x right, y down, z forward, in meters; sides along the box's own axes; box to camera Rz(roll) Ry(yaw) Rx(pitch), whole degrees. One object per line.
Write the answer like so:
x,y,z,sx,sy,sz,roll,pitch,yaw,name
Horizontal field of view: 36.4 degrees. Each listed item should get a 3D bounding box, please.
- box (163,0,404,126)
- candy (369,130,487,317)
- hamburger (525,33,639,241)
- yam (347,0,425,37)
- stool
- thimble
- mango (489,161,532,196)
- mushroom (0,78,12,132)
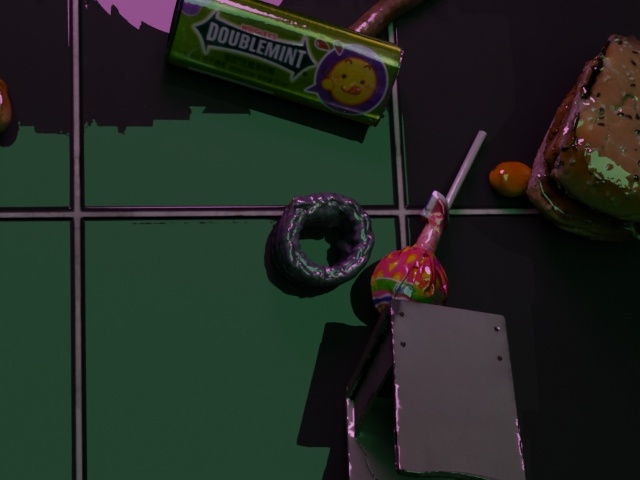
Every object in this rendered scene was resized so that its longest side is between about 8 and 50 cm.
-0.058,-0.284,1.477,0.345,0.097,0.134,17,115,-9,box
0.187,-0.026,1.515,0.124,0.124,0.365,31,68,-5,candy
0.487,-0.142,1.526,0.277,0.195,0.318,28,61,-5,hamburger
0.154,-0.408,1.587,0.327,0.045,0.045,-41,70,-15,yam
0.144,0.259,1.325,0.170,0.243,0.269,9,48,-9,stool
0.003,0.001,1.459,0.150,0.098,0.150,2,81,-12,thimble
0.315,-0.097,1.571,0.089,0.046,0.060,11,78,-23,mango
-0.548,-0.198,1.393,0.209,0.071,0.084,3,75,-8,mushroom
